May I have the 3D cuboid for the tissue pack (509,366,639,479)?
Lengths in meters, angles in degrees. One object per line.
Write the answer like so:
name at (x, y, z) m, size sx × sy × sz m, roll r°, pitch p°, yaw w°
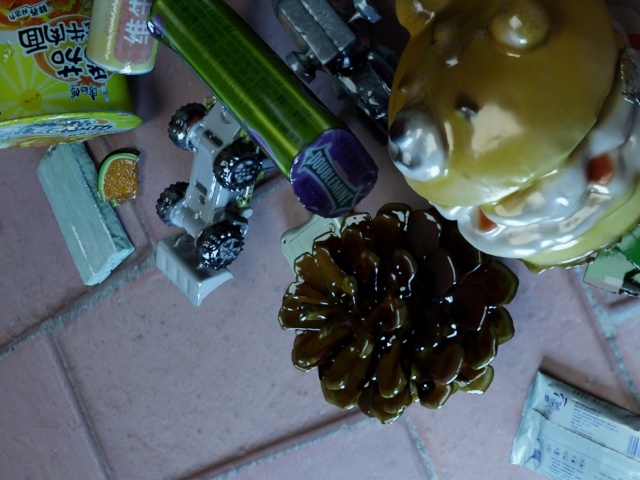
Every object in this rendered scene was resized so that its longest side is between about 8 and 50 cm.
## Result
tissue pack at (0.297, 0.226, 1.386) m, size 0.193 × 0.026 × 0.122 m, roll 23°, pitch 116°, yaw 36°

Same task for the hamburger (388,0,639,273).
hamburger at (0.181, -0.130, 1.180) m, size 0.276 × 0.237 × 0.276 m, roll -30°, pitch 43°, yaw 32°

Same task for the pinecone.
pinecone at (0.075, 0.084, 1.396) m, size 0.264 × 0.264 × 0.264 m, roll 14°, pitch 111°, yaw 40°

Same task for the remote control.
remote control at (0.000, 0.000, 1.592) m, size 0.122 × 0.032 × 0.074 m, roll -36°, pitch 77°, yaw 42°

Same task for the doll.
doll at (0.313, -0.030, 1.239) m, size 0.186 × 0.106 × 0.134 m, roll -46°, pitch 72°, yaw 24°

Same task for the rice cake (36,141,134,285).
rice cake at (-0.356, -0.051, 1.905) m, size 0.124 × 0.038 × 0.211 m, roll -40°, pitch 74°, yaw 43°

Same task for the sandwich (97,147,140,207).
sandwich at (-0.287, -0.090, 1.835) m, size 0.069 × 0.026 × 0.101 m, roll 21°, pitch 118°, yaw 23°

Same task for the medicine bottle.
medicine bottle at (-0.205, -0.411, 1.538) m, size 0.108 × 0.108 × 0.426 m, roll 33°, pitch 123°, yaw 32°

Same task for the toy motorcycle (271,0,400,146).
toy motorcycle at (0.019, -0.232, 1.423) m, size 0.108 × 0.173 × 0.307 m, roll -39°, pitch 79°, yaw 12°

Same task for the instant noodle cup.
instant noodle cup at (-0.384, -0.242, 1.739) m, size 0.264 × 0.264 × 0.200 m, roll -8°, pitch 89°, yaw 44°

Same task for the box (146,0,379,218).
box at (-0.074, -0.171, 1.469) m, size 0.097 × 0.134 × 0.345 m, roll -42°, pitch 53°, yaw 2°

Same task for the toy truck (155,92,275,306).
toy truck at (-0.132, -0.059, 1.644) m, size 0.136 × 0.111 × 0.285 m, roll 42°, pitch 129°, yaw 35°
